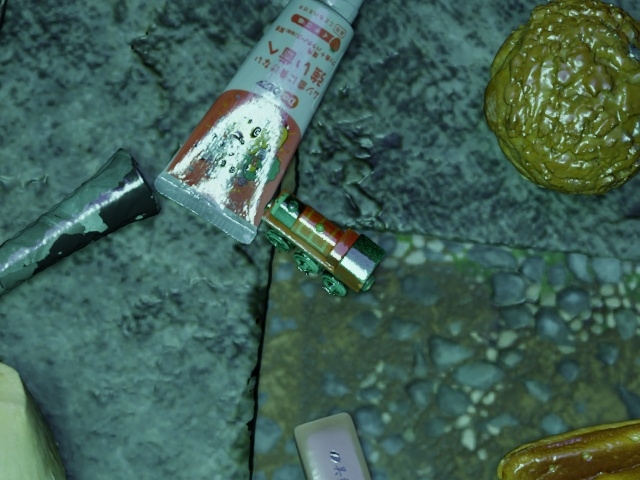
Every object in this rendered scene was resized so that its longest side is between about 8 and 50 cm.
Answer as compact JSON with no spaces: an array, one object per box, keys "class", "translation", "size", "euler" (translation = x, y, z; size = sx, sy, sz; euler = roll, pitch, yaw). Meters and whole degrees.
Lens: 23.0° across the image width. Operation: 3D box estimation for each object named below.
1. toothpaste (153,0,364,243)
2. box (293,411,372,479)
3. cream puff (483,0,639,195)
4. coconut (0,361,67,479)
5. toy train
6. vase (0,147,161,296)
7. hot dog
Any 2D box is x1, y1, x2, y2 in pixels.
[{"class":"toothpaste","translation":[-0.035,-0.116,1.245],"size":[0.089,0.057,0.234],"euler":[31,81,0]},{"class":"box","translation":[0.016,0.187,1.168],"size":[0.048,0.025,0.115],"euler":[-13,75,-12]},{"class":"cream puff","translation":[0.204,-0.117,1.234],"size":[0.150,0.115,0.165],"euler":[-9,73,-13]},{"class":"coconut","translation":[-0.280,0.168,1.046],"size":[0.197,0.237,0.237],"euler":[21,69,-33]},{"class":"toy train","translation":[0.000,0.000,1.202],"size":[0.103,0.064,0.044],"euler":[38,74,5]},{"class":"vase","translation":[-0.203,-0.001,1.183],"size":[0.167,0.059,0.059],"euler":[-34,80,-15]},{"class":"hot dog","translation":[0.215,0.174,1.184],"size":[0.165,0.045,0.071],"euler":[-11,73,-10]}]
